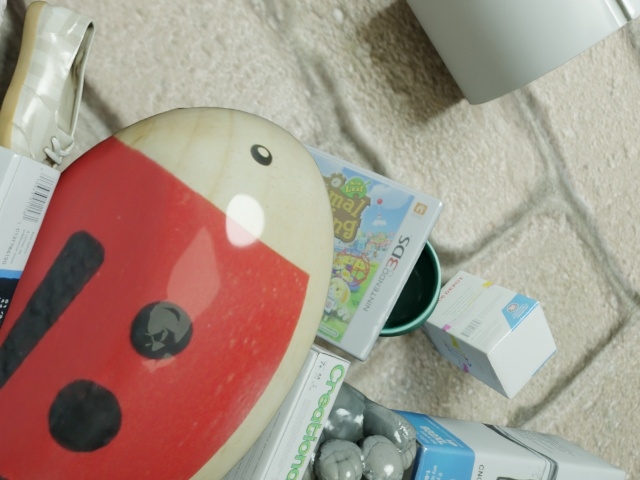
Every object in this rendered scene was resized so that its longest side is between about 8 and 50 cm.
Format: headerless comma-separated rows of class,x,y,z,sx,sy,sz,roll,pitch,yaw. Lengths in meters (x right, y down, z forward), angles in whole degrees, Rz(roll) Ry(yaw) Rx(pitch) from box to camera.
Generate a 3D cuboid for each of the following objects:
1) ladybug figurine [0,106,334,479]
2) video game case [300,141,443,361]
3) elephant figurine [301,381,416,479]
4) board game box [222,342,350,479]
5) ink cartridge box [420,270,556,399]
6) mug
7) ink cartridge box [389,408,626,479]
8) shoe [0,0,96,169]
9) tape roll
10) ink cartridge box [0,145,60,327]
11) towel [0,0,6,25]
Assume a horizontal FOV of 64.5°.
ladybug figurine,-0.174,0.068,0.445,0.305,0.162,0.449,30,87,24
video game case,0.000,0.000,0.574,0.213,0.023,0.193,26,82,19
elephant figurine,0.008,0.295,0.582,0.170,0.186,0.239,14,116,16
board game box,-0.108,0.224,0.513,0.053,0.193,0.305,30,82,-42
ink cartridge box,0.202,0.111,0.646,0.092,0.143,0.089,-41,120,-13
mug,0.075,0.038,0.612,0.130,0.097,0.157,-15,72,9
ink cartridge box,0.209,0.362,0.650,0.308,0.129,0.223,14,87,-18
shoe,-0.276,-0.133,0.514,0.058,0.076,0.218,9,86,-13
tape roll,0.240,-0.298,0.590,0.246,0.246,0.169,-38,101,-14
ink cartridge box,-0.378,-0.029,0.359,0.333,0.065,0.165,19,85,1
towel,-0.423,-0.216,0.399,0.317,0.053,0.331,17,120,-17
